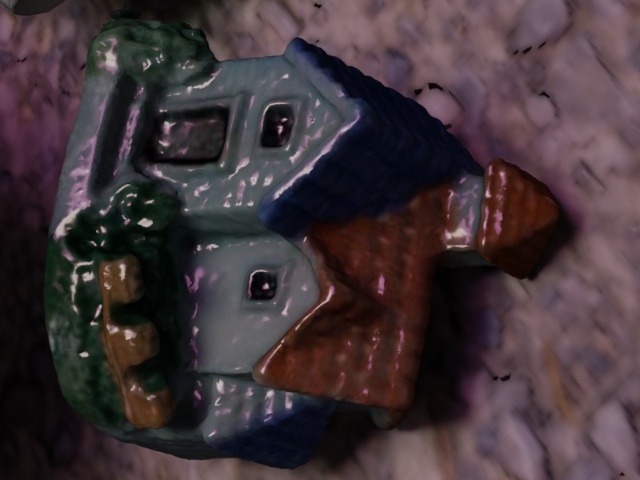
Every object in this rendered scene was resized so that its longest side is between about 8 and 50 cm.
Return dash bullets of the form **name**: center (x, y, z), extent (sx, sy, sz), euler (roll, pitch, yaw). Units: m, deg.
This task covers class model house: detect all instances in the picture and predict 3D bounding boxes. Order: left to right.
- **model house**: center (0.000, 0.000, 0.664), extent (0.148, 0.119, 0.148), euler (-3, 68, 35)

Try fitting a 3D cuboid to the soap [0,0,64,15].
- **soap**: center (-0.153, -0.248, 0.869), extent (0.347, 0.115, 0.208), euler (37, 129, 46)
